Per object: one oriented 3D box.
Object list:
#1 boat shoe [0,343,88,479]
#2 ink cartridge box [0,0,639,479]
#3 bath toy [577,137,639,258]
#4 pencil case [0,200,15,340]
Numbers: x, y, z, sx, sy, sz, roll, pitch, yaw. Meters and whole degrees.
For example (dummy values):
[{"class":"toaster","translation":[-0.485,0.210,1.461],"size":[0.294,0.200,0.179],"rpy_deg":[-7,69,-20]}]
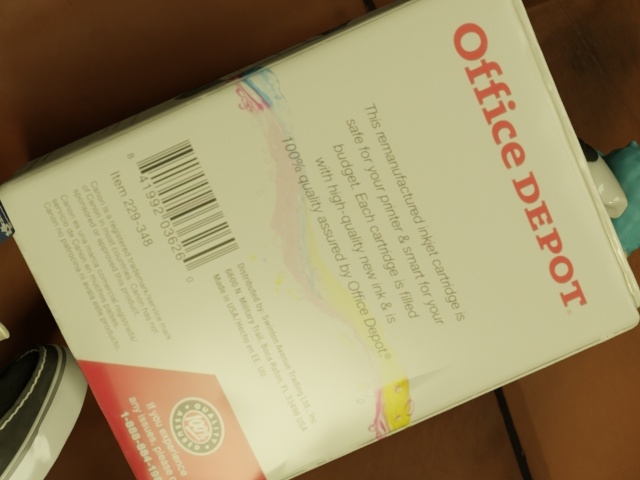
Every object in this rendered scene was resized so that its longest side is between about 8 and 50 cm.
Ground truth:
[{"class":"boat shoe","translation":[-0.216,0.134,0.715],"size":[0.076,0.080,0.228],"rpy_deg":[50,61,-26]},{"class":"ink cartridge box","translation":[0.000,0.000,0.784],"size":[0.306,0.131,0.226],"rpy_deg":[-23,100,0]},{"class":"bath toy","translation":[0.100,-0.033,0.996],"size":[0.348,0.151,0.129],"rpy_deg":[1,47,-38]},{"class":"pencil case","translation":[-0.322,0.089,0.565],"size":[0.183,0.160,0.410],"rpy_deg":[48,53,-7]}]
